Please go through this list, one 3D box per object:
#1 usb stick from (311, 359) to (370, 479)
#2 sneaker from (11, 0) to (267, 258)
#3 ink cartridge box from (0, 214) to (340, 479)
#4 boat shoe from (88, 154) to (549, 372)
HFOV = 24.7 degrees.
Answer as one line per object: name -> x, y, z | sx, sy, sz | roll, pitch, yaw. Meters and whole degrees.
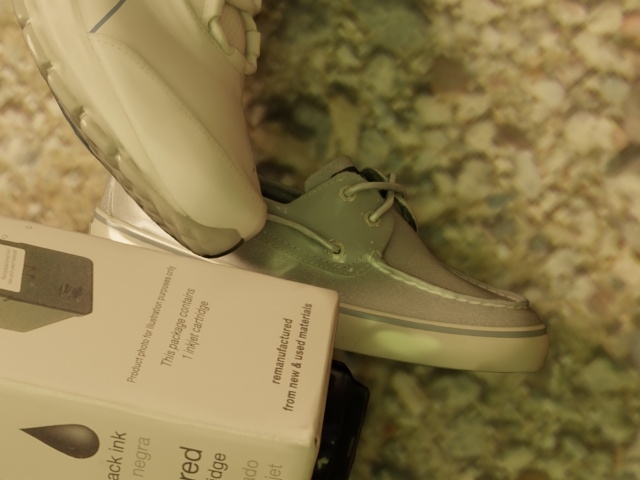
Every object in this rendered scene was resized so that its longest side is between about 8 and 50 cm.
usb stick -> -0.117, 0.061, 0.690 | 0.278, 0.045, 0.077 | 15, 85, -2
sneaker -> -0.073, -0.132, 0.653 | 0.129, 0.111, 0.297 | -21, 68, 3
ink cartridge box -> -0.146, 0.097, 0.610 | 0.273, 0.114, 0.198 | 12, 121, -1
boat shoe -> 0.000, 0.000, 0.675 | 0.228, 0.079, 0.081 | 16, 98, 16
